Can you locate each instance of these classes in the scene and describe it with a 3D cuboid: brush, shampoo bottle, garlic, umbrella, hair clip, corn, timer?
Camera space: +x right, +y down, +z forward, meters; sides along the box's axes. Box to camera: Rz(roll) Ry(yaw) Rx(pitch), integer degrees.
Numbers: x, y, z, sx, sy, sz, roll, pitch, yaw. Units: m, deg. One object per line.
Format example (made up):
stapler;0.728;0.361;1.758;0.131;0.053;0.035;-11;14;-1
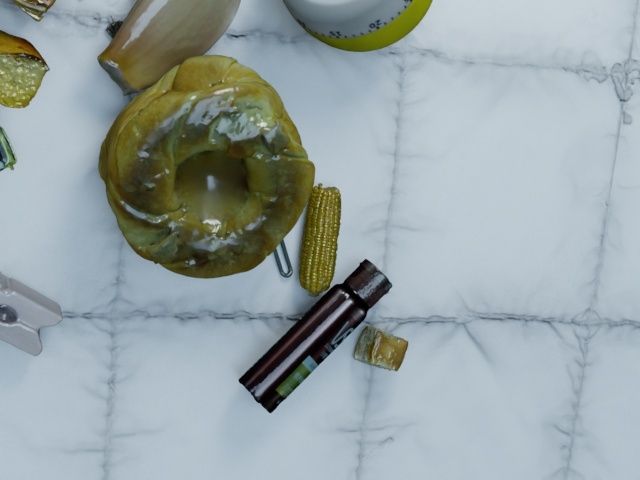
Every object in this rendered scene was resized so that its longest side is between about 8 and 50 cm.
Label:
brush;-0.096;-0.054;1.744;0.062;0.027;0.266;-21;112;-15
shampoo bottle;-0.005;0.172;1.776;0.323;0.084;0.129;-44;156;-8
garlic;-0.232;-0.367;1.576;0.318;0.112;0.143;-54;134;-7
umbrella;-0.326;-0.330;1.601;0.031;0.020;0.083;-30;115;-11
hair clip;-0.575;0.073;1.557;0.330;0.085;0.101;34;90;-25
corn;0.000;0.000;1.764;0.068;0.068;0.207;4;98;-21
timer;0.079;-0.430;1.628;0.285;0.285;0.285;-4;103;-19

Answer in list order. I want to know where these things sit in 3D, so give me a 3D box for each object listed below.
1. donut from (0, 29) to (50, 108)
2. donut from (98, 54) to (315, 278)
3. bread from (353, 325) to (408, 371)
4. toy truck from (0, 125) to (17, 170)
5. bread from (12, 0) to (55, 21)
donut;-0.540;-0.282;1.469;0.259;0.152;0.101;9;113;-17
donut;-0.184;-0.118;1.601;0.360;0.170;0.360;-7;117;-14
bread;0.113;0.206;1.849;0.083;0.076;0.070;23;81;-23
toy truck;-0.565;-0.114;1.507;0.191;0.116;0.085;-25;93;0
bread;-0.482;-0.484;1.460;0.274;0.114;0.185;39;86;-21
